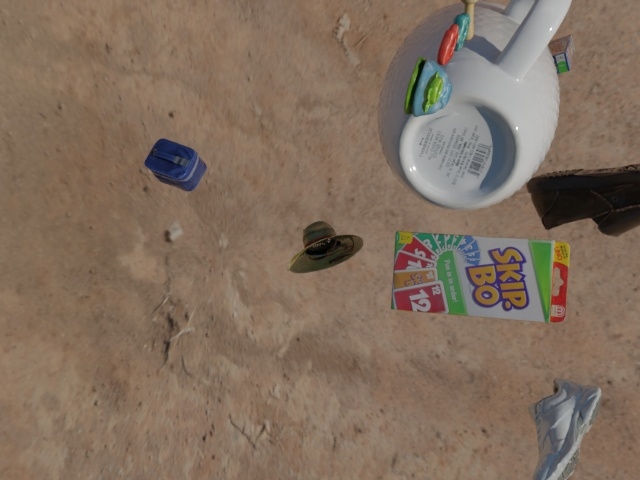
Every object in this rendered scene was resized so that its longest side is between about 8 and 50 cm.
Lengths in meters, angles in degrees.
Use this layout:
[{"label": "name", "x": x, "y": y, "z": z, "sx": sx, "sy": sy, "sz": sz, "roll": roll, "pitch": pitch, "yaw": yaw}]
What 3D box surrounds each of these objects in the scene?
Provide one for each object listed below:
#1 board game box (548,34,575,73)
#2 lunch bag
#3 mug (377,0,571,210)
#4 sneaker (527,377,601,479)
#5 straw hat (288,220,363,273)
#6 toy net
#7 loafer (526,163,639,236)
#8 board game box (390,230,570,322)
[{"label": "board game box", "x": 0.409, "y": -0.340, "z": 1.339, "sx": 0.136, "sy": 0.201, "sz": 0.035, "roll": -12, "pitch": 109, "yaw": 26}, {"label": "lunch bag", "x": -0.259, "y": -0.137, "z": 1.236, "sx": 0.099, "sy": 0.065, "sz": 0.067, "roll": 19, "pitch": 72, "yaw": 19}, {"label": "mug", "x": 0.243, "y": -0.229, "z": 1.046, "sx": 0.276, "sy": 0.328, "sz": 0.374, "roll": 30, "pitch": 122, "yaw": -3}, {"label": "sneaker", "x": 0.435, "y": 0.358, "z": 1.314, "sx": 0.115, "sy": 0.090, "sz": 0.232, "roll": 18, "pitch": 53, "yaw": 32}, {"label": "straw hat", "x": 0.000, "y": 0.000, "z": 1.231, "sx": 0.145, "sy": 0.144, "sz": 0.061, "roll": -18, "pitch": 68, "yaw": -8}, {"label": "toy net", "x": 0.146, "y": -0.251, "z": 0.780, "sx": 0.045, "sy": 0.122, "sz": 0.232, "roll": 20, "pitch": 96, "yaw": 16}, {"label": "loafer", "x": 0.576, "y": -0.075, "z": 1.325, "sx": 0.134, "sy": 0.366, "sz": 0.130, "roll": -18, "pitch": 103, "yaw": -44}, {"label": "board game box", "x": 0.240, "y": 0.055, "z": 1.067, "sx": 0.260, "sy": 0.039, "sz": 0.124, "roll": 3, "pitch": 89, "yaw": 13}]
